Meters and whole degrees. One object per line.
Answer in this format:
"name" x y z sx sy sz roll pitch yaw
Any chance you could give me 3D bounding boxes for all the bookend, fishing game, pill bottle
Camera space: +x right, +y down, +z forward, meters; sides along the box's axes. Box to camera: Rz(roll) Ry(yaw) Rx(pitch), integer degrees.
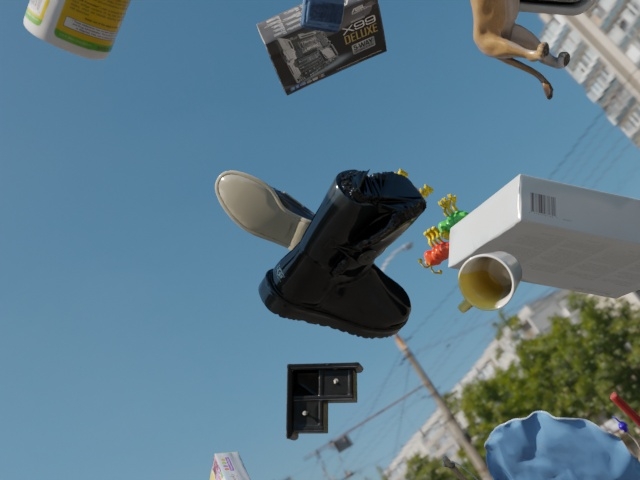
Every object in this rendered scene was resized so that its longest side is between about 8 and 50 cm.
"bookend" 0.010 0.343 1.659 0.156 0.157 0.072 -2 -18 11
"fishing game" 0.272 0.254 0.847 0.264 0.189 0.041 -44 3 44
"pill bottle" -0.347 -0.415 1.192 0.136 0.136 0.245 5 -62 -52

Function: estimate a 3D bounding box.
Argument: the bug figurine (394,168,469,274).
"bug figurine" 0.197 -0.036 1.626 0.279 0.072 0.216 26 -35 -12

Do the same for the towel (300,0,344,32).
"towel" 0.008 -0.391 1.229 0.029 0.067 0.119 -68 -12 -67

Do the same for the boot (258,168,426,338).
"boot" 0.070 0.020 0.967 0.247 0.094 0.207 13 -51 -38

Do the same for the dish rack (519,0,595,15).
"dish rack" 0.489 -0.640 1.609 0.286 0.072 0.332 -3 -53 -23

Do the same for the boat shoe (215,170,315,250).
"boat shoe" -0.061 -0.034 1.146 0.075 0.206 0.065 -59 -3 10

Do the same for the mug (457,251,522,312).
"mug" 0.186 0.041 0.865 0.078 0.062 0.064 -16 3 32

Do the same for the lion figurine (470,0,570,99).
"lion figurine" 0.351 -0.468 1.539 0.142 0.240 0.392 -41 -47 -33

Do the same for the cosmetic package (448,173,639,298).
"cosmetic package" 0.468 0.005 1.445 0.378 0.097 0.284 11 -23 -13

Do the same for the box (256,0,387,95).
"box" 0.010 -0.532 2.048 0.308 0.076 0.242 -24 -24 1

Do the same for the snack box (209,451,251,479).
"snack box" -0.109 0.350 0.986 0.037 0.141 0.100 2 -69 -24
